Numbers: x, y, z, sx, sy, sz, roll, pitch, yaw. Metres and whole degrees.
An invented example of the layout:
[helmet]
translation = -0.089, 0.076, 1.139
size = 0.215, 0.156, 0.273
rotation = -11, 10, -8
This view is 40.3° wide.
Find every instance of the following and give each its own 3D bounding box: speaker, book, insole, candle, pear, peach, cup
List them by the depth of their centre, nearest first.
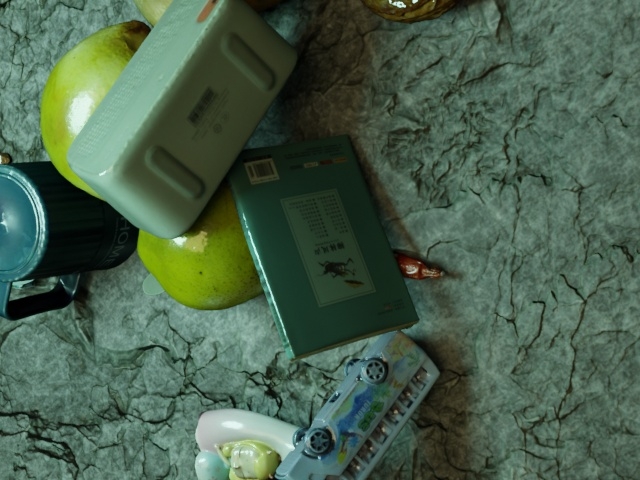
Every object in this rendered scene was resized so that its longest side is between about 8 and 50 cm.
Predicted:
[speaker]
translation = -0.230, -0.221, 1.457
size = 0.183, 0.184, 0.406
rotation = 21, 75, 45
[book]
translation = 0.000, 0.000, 1.514
size = 0.031, 0.264, 0.379
rotation = -43, 62, 58
[candle]
translation = 0.149, 0.050, 1.584
size = 0.162, 0.048, 0.053
rotation = 12, 75, 29
[pear]
translation = -0.188, -0.012, 1.609
size = 0.294, 0.294, 0.294
rotation = 3, 96, 24
[peach]
translation = -0.384, -0.242, 1.653
size = 0.315, 0.281, 0.314
rotation = -38, 79, 36
[cup]
translation = -0.559, -0.024, 1.759
size = 0.308, 0.292, 0.242
rotation = -43, 78, 20
[insole]
translation = -0.313, 0.076, 1.817
size = 0.153, 0.002, 0.053
rotation = -20, 87, 24

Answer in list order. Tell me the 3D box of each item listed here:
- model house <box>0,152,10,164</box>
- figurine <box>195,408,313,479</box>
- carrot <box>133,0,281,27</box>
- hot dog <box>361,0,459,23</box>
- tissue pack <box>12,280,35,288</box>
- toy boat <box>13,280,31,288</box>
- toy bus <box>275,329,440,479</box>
[model house]
translation = -0.772, -0.163, 1.945
size = 0.149, 0.119, 0.148
rotation = 2, 96, 16
[figurine]
translation = -0.061, 0.454, 1.656
size = 0.316, 0.206, 0.284
rotation = -7, 87, 31
[carrot]
translation = -0.174, -0.503, 1.576
size = 0.341, 0.224, 0.224
rotation = -19, 87, 23
[hot dog]
translation = 0.117, -0.554, 1.466
size = 0.267, 0.174, 0.387
rotation = -33, 98, 22
[tissue pack]
translation = -0.691, 0.049, 1.941
size = 0.085, 0.079, 0.111
rotation = 4, 97, 24
[toy boat]
translation = -0.636, 0.061, 1.905
size = 0.105, 0.034, 0.149
rotation = 33, 78, -21
[toy bus]
translation = 0.066, 0.313, 1.525
size = 0.136, 0.109, 0.329
rotation = 41, 72, -5
